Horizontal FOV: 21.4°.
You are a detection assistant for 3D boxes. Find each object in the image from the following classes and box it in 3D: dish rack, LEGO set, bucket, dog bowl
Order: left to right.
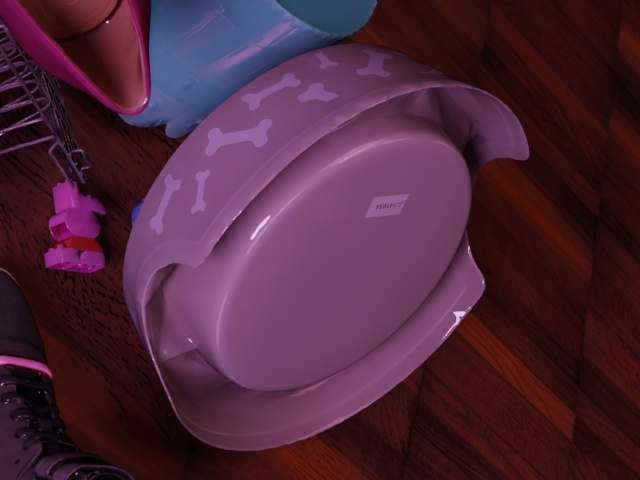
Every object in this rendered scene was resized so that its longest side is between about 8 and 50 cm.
[{"bbox_3d":[-0.248,-0.161,1.212,0.271,0.074,0.208,66,3,-57],"label":"dish rack"},{"bbox_3d":[-0.114,-0.024,1.368,0.227,0.087,0.093,9,65,-51],"label":"LEGO set"},{"bbox_3d":[-0.094,-0.245,1.414,0.281,0.183,0.281,34,44,-40],"label":"bucket"},{"bbox_3d":[0.000,0.000,1.319,0.348,0.349,0.102,6,32,-51],"label":"dog bowl"}]

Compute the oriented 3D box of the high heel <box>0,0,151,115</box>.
[{"bbox_3d":[-0.176,-0.228,0.970,0.181,0.127,0.377,54,-4,27],"label":"high heel"}]

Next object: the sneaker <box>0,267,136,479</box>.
[{"bbox_3d":[-0.182,0.141,1.143,0.104,0.147,0.296,17,59,-46],"label":"sneaker"}]
